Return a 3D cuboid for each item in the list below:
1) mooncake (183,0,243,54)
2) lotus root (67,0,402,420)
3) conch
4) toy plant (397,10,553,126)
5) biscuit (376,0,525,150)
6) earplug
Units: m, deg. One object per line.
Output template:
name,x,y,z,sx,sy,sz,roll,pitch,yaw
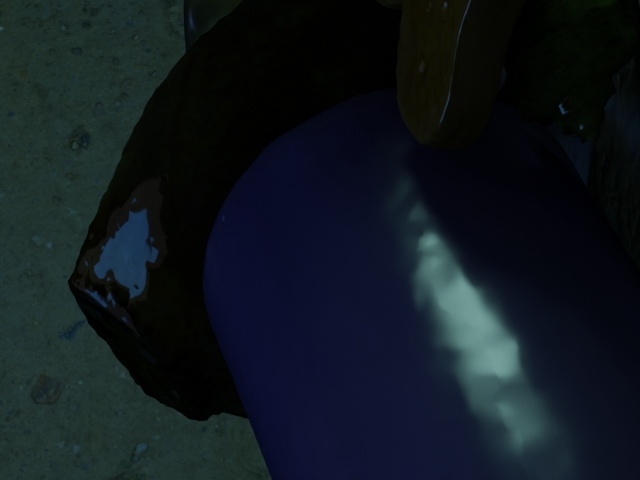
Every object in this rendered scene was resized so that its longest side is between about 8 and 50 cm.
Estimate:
mooncake,-0.017,-0.136,1.193,0.290,0.161,0.290,-5,-90,-85
lotus root,-0.011,-0.003,0.843,0.149,0.260,0.267,25,141,41
conch,0.111,-0.098,0.656,0.089,0.074,0.121,126,134,-64
toy plant,0.085,-0.139,0.762,0.093,0.093,0.162,-153,56,-82
biscuit,0.099,-0.194,0.559,0.339,0.047,0.216,114,155,-42
earplug,0.089,0.127,0.580,0.456,0.215,0.215,-112,16,-54
